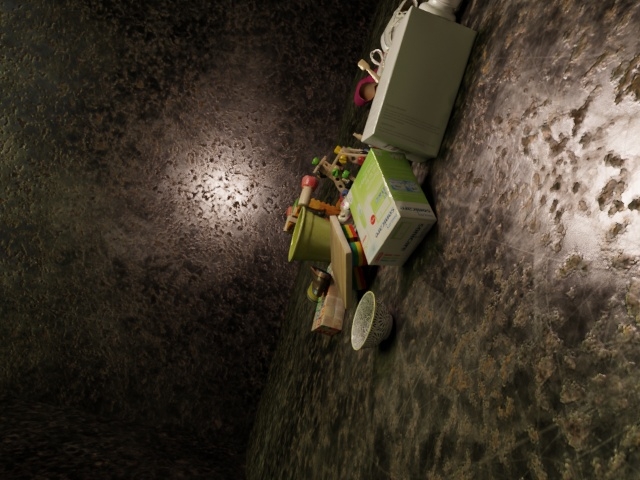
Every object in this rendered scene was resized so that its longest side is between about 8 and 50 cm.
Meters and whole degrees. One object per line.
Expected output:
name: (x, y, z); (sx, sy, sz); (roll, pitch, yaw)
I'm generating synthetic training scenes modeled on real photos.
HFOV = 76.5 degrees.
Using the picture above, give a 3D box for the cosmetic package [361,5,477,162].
cosmetic package: (0.288, -0.457, 1.224); (0.156, 0.217, 0.385); (-155, 84, -81)

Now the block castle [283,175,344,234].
block castle: (-0.009, -0.164, 2.217); (0.453, 0.303, 0.213); (128, 159, -64)

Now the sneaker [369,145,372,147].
sneaker: (0.272, -0.516, 1.842); (0.080, 0.094, 0.212); (51, -129, -52)

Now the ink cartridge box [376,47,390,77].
ink cartridge box: (0.333, -0.756, 1.778); (0.176, 0.127, 0.128); (-117, 45, -76)

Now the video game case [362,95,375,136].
video game case: (0.302, -0.680, 2.130); (0.275, 0.035, 0.248); (173, 114, -79)

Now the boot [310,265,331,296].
boot: (-0.018, 0.175, 1.771); (0.219, 0.082, 0.106); (-163, 93, -80)

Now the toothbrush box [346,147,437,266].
toothbrush box: (0.194, -0.097, 1.190); (0.206, 0.122, 0.283); (117, 148, -45)

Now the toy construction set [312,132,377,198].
toy construction set: (0.104, -0.381, 1.890); (0.309, 0.237, 0.257); (-57, -6, -22)

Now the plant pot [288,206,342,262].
plant pot: (0.000, 0.000, 1.984); (0.276, 0.253, 0.276); (-165, 90, -82)

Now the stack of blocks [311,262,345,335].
stack of blocks: (0.052, 0.247, 1.754); (0.171, 0.087, 0.297); (126, 159, -65)

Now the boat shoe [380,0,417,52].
boat shoe: (0.402, -1.041, 1.942); (0.367, 0.135, 0.156); (-67, 8, -28)

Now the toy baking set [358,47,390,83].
toy baking set: (0.289, -0.713, 1.670); (0.030, 0.256, 0.197); (16, -117, -67)

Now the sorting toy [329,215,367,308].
sorting toy: (0.107, 0.074, 1.521); (0.255, 0.089, 0.257); (-109, 13, -55)

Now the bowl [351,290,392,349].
bowl: (0.156, 0.237, 1.162); (0.170, 0.080, 0.170); (-164, 90, -81)

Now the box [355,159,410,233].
box: (0.231, -0.187, 1.501); (0.307, 0.076, 0.242); (120, 164, -56)

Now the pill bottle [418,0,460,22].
pill bottle: (0.380, -0.729, 1.404); (0.136, 0.136, 0.246); (-84, 14, -51)

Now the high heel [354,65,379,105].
high heel: (0.269, -0.854, 2.318); (0.181, 0.127, 0.377); (-66, 8, -26)

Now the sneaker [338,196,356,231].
sneaker: (0.154, -0.163, 1.819); (0.103, 0.111, 0.252); (-95, 24, -68)

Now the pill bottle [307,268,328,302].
pill bottle: (0.004, 0.227, 2.039); (0.184, 0.103, 0.103); (116, 168, -45)
